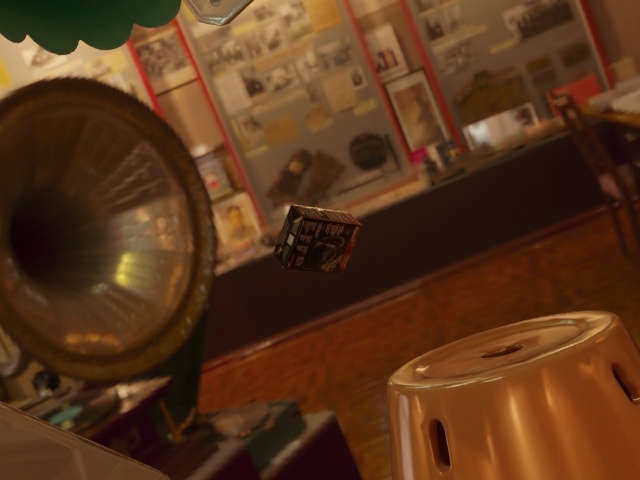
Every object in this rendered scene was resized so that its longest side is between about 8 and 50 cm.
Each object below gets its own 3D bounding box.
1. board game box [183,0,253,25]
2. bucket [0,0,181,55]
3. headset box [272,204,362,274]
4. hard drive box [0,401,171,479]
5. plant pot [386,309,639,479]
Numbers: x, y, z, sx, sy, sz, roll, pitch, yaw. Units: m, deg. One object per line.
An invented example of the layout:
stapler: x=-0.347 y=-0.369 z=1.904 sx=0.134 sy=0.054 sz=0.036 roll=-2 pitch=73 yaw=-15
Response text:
board game box: x=-0.046 y=-0.406 z=0.665 sx=0.390 sy=0.390 sz=0.050 roll=-36 pitch=1 yaw=28
bucket: x=-0.232 y=-0.331 z=0.970 sx=0.281 sy=0.183 sz=0.281 roll=-27 pitch=-26 yaw=-14
headset box: x=0.000 y=0.000 z=1.107 sx=0.083 sy=0.062 sz=0.032 roll=6 pitch=25 yaw=-34
hard drive box: x=-0.225 y=0.126 z=0.534 sx=0.232 sy=0.181 sz=0.089 roll=-6 pitch=60 yaw=39
plant pot: x=0.180 y=0.183 z=0.875 sx=0.291 sy=0.203 sz=0.291 roll=-17 pitch=2 yaw=1
